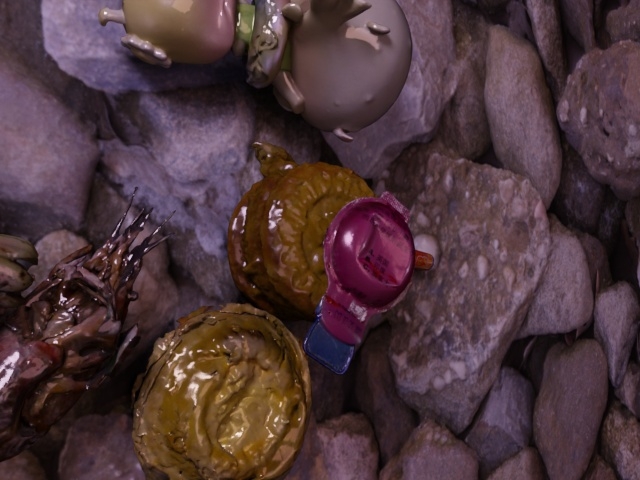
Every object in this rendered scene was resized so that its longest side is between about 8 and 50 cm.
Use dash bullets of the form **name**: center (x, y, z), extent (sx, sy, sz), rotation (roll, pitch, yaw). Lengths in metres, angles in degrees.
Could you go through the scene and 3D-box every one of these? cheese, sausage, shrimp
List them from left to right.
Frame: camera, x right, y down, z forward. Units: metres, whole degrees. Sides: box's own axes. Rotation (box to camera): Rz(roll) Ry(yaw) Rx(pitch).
- **shrimp**: center (-0.270, 0.078, 0.709), extent (0.343, 0.116, 0.145), rotation (-60, 147, -26)
- **cheese**: center (0.052, 0.048, 0.840), extent (0.155, 0.062, 0.244), rotation (37, 67, -26)
- **sausage**: center (0.146, 0.028, 1.098), extent (0.129, 0.034, 0.034), rotation (16, 80, -38)

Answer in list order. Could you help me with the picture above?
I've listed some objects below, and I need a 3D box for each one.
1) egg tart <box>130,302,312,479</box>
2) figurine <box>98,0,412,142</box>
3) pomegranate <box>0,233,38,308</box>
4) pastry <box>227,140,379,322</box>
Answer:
- **egg tart**: center (-0.108, 0.221, 0.852), extent (0.278, 0.095, 0.279), rotation (-1, 92, -39)
- **figurine**: center (-0.062, -0.265, 0.809), extent (0.393, 0.274, 0.227), rotation (8, 81, -21)
- **pomegranate**: center (-0.377, 0.005, 0.573), extent (0.247, 0.202, 0.202), rotation (23, 75, -33)
- **pastry**: center (0.000, 0.000, 0.916), extent (0.240, 0.132, 0.235), rotation (23, 77, -38)
